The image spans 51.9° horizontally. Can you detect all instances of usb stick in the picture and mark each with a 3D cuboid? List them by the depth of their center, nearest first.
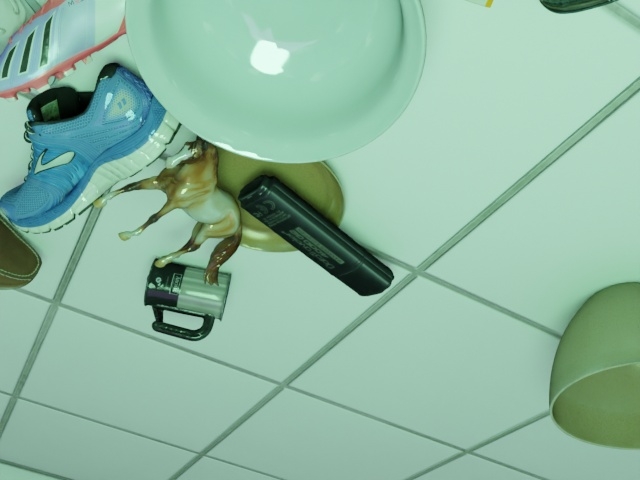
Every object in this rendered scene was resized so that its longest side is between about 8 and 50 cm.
[{"bbox_3d":[0.000,0.000,0.968,0.077,0.045,0.278,-23,131,41],"label":"usb stick"}]

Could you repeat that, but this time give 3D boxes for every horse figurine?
[{"bbox_3d":[-0.177,-0.035,0.903,0.174,0.066,0.263,-31,144,3],"label":"horse figurine"}]

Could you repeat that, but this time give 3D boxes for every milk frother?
[{"bbox_3d":[-0.233,0.103,1.153,0.134,0.129,0.143,13,-177,-5],"label":"milk frother"}]

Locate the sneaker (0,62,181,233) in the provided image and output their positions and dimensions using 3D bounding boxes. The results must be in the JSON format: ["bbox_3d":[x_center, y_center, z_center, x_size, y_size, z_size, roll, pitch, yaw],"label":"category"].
[{"bbox_3d":[-0.334,-0.128,0.883,0.330,0.130,0.147,-30,117,28],"label":"sneaker"}]

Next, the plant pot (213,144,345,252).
[{"bbox_3d":[-0.080,-0.069,0.960,0.236,0.032,0.236,5,140,4],"label":"plant pot"}]

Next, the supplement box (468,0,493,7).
[{"bbox_3d":[0.105,-0.239,0.544,0.098,0.036,0.062,12,119,-16],"label":"supplement box"}]

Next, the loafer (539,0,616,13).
[{"bbox_3d":[0.300,-0.289,0.566,0.267,0.096,0.084,-22,176,38],"label":"loafer"}]

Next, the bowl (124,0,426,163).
[{"bbox_3d":[-0.038,-0.232,0.683,0.297,0.134,0.298,5,139,4],"label":"bowl"}]

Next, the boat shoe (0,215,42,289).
[{"bbox_3d":[-0.569,-0.034,1.018,0.116,0.123,0.324,-25,131,30],"label":"boat shoe"}]

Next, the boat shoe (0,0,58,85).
[{"bbox_3d":[-0.385,-0.267,0.737,0.095,0.084,0.258,-8,137,18],"label":"boat shoe"}]

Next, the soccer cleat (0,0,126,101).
[{"bbox_3d":[-0.280,-0.239,0.730,0.248,0.083,0.095,-24,114,9],"label":"soccer cleat"}]

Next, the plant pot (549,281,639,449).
[{"bbox_3d":[0.498,0.179,1.029,0.284,0.191,0.284,5,140,4],"label":"plant pot"}]
